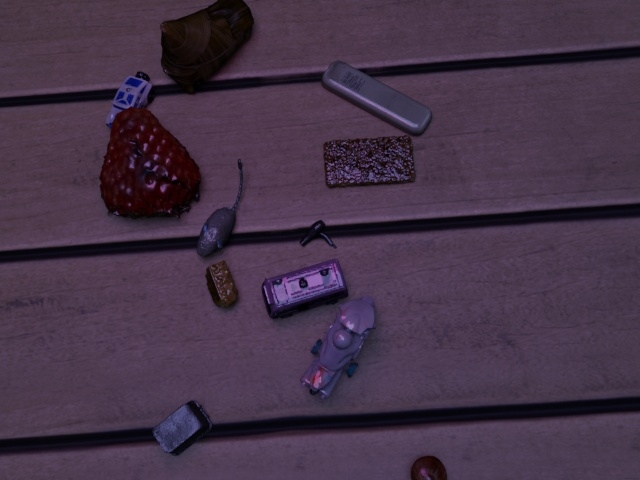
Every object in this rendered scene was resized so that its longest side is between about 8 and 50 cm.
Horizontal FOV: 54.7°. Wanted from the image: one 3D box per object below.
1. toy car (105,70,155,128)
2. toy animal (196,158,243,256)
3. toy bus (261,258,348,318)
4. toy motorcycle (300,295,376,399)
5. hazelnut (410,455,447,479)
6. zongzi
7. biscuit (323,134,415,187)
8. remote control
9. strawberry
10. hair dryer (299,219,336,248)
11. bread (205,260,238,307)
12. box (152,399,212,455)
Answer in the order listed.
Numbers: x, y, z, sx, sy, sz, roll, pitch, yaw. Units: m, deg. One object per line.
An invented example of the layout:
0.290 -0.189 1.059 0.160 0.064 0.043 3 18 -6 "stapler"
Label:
-0.497 -0.363 1.619 0.080 0.070 0.170 19 77 8 "toy car"
-0.232 -0.072 1.523 0.070 0.079 0.252 28 78 -12 "toy animal"
-0.038 0.114 1.447 0.199 0.108 0.096 -17 74 -2 "toy bus"
0.047 0.228 1.382 0.110 0.171 0.260 31 76 12 "toy motorcycle"
0.236 0.511 1.340 0.086 0.086 0.086 -1 75 2 "hazelnut"
-0.289 -0.539 1.545 0.134 0.288 0.286 39 80 6 "zongzi"
0.124 -0.202 1.570 0.231 0.025 0.131 -5 75 2 "biscuit"
0.145 -0.375 1.609 0.310 0.038 0.090 30 77 10 "remote control"
-0.418 -0.184 1.506 0.253 0.150 0.280 11 88 2 "strawberry"
0.000 0.000 1.522 0.083 0.031 0.079 42 91 4 "hair dryer"
-0.237 0.110 1.484 0.066 0.060 0.110 -25 78 10 "bread"
-0.315 0.423 1.395 0.122 0.069 0.084 -39 75 -7 "box"
